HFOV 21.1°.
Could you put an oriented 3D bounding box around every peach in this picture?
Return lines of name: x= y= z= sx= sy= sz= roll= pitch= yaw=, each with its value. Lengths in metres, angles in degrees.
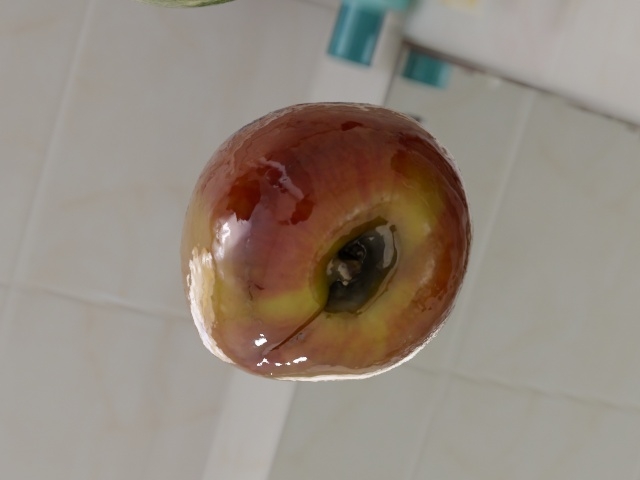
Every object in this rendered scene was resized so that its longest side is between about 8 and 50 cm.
peach: x=0.000 y=0.000 z=1.465 sx=0.238 sy=0.281 sz=0.281 roll=47 pitch=180 yaw=-18

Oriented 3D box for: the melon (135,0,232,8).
melon: x=-0.070 y=-0.202 z=0.977 sx=0.192 sy=0.139 sz=0.139 roll=-15 pitch=-173 yaw=7
